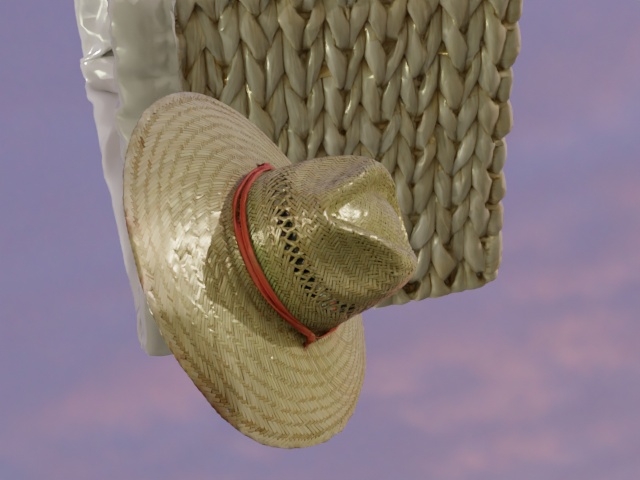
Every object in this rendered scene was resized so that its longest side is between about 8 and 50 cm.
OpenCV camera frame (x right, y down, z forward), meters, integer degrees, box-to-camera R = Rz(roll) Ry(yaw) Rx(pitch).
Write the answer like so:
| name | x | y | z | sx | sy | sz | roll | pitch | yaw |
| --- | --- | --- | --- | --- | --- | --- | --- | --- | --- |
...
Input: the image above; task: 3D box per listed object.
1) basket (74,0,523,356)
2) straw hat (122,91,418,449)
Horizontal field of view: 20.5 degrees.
| name | x | y | z | sx | sy | sz | roll | pitch | yaw |
| --- | --- | --- | --- | --- | --- | --- | --- | --- | --- |
| basket | -0.032 | -0.151 | 1.216 | 0.266 | 0.331 | 0.328 | -8 | -44 | -8 |
| straw hat | 0.000 | 0.000 | 0.620 | 0.061 | 0.145 | 0.144 | -22 | -28 | 27 |
